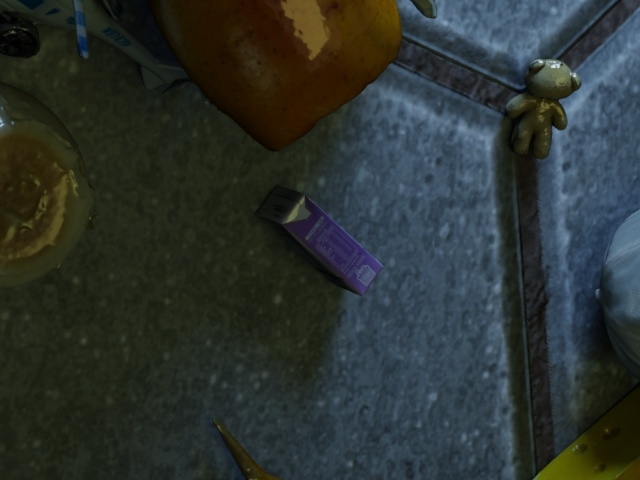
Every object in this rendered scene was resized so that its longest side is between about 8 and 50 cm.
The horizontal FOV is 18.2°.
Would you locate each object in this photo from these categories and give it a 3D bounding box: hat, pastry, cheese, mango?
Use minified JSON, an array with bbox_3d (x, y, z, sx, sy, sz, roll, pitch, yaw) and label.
[{"bbox_3d":[0.383,0.074,1.954,0.275,0.161,0.232,31,55,-34],"label":"hat"},{"bbox_3d":[-0.255,-0.041,1.572,0.166,0.088,0.165,-10,108,-32],"label":"pastry"},{"bbox_3d":[0.300,0.228,1.985,0.171,0.093,0.126,-21,116,-26],"label":"cheese"},{"bbox_3d":[-0.068,-0.249,1.553,0.201,0.199,0.350,-30,91,-42],"label":"mango"}]

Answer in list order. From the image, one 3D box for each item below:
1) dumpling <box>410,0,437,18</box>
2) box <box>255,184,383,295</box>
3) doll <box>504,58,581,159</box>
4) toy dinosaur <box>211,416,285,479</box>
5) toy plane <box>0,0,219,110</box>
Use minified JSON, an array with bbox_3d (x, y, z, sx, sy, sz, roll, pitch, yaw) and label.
[{"bbox_3d":[0.074,-0.270,1.672,0.126,0.216,0.166,-29,135,-1],"label":"dumpling"},{"bbox_3d":[0.000,0.000,1.763,0.117,0.051,0.036,43,77,-34],"label":"box"},{"bbox_3d":[0.204,-0.123,1.858,0.062,0.051,0.093,14,93,-5],"label":"doll"},{"bbox_3d":[-0.043,0.227,1.809,0.126,0.039,0.162,-10,103,-40],"label":"toy dinosaur"},{"bbox_3d":[-0.198,-0.193,1.586,0.273,0.107,0.182,20,48,-59],"label":"toy plane"}]
